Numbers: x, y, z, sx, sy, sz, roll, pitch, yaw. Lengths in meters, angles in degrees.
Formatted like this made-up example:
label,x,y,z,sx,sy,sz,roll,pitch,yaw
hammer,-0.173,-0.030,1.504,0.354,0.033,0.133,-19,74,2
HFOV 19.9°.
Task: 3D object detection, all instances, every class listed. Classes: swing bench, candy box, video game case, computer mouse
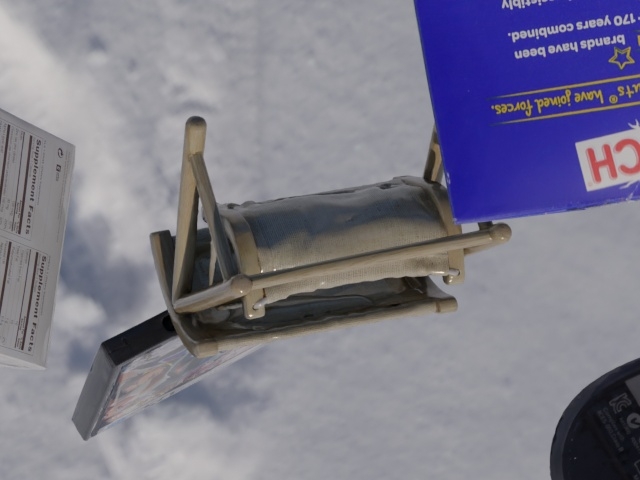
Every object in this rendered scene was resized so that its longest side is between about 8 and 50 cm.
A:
label,x,y,z,sx,sy,sz,roll,pitch,yaw
swing bench,0.000,0.000,1.635,0.253,0.255,0.165,-10,68,-17
candy box,0.181,-0.188,1.064,0.122,0.268,0.317,-64,144,-73
video game case,-0.132,0.106,1.906,0.248,0.275,0.035,-27,78,-22
computer mouse,0.280,0.115,1.216,0.072,0.272,0.188,62,3,-84

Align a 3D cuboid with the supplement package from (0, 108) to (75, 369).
label,x,y,z,sx,sy,sz,roll,pitch,yaw
supplement package,-0.368,-0.001,1.575,0.145,0.261,0.204,26,66,-60
